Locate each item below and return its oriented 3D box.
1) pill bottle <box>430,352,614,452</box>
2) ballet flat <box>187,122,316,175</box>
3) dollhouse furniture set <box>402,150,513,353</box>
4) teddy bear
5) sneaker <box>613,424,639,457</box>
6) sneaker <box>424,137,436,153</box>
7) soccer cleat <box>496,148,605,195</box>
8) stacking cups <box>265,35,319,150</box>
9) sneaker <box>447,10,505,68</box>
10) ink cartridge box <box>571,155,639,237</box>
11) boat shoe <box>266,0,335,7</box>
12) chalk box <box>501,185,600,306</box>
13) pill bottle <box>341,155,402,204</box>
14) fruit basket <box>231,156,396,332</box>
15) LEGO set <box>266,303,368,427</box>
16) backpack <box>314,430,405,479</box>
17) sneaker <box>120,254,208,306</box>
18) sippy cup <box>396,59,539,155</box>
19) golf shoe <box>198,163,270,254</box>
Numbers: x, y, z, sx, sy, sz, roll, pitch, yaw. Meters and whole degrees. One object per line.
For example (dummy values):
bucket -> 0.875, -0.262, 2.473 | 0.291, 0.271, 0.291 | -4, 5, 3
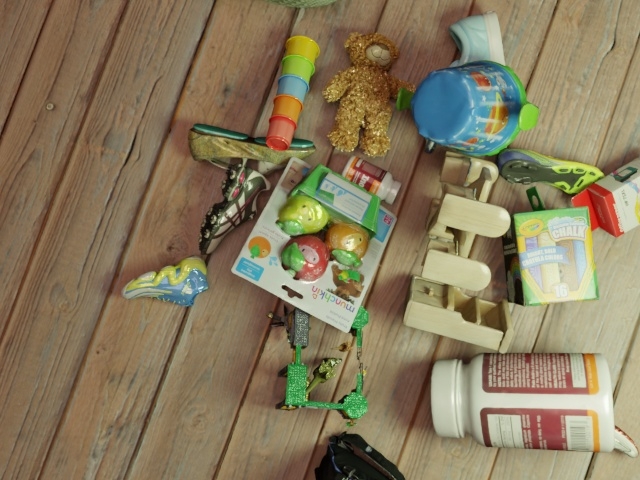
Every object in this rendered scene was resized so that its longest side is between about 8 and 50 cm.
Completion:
pill bottle -> 0.473, 0.379, 1.482 | 0.392, 0.224, 0.224 | -3, 86, 20
ballet flat -> -0.185, -0.233, 1.671 | 0.348, 0.123, 0.123 | 9, 87, 5
dollhouse furniture set -> 0.372, 0.033, 1.489 | 0.256, 0.362, 0.394 | 15, 114, 5
teddy bear -> 0.126, -0.388, 1.648 | 0.245, 0.113, 0.338 | 27, 89, 4
sneaker -> 0.680, 0.485, 1.564 | 0.225, 0.088, 0.093 | 24, 92, 15
sneaker -> 0.288, -0.297, 1.664 | 0.058, 0.052, 0.135 | 9, 80, 15
soccer cleat -> 0.594, -0.189, 1.607 | 0.289, 0.121, 0.093 | 8, 131, -7
stacking cups -> -0.081, -0.383, 1.615 | 0.096, 0.096, 0.316 | 11, 64, 5
sneaker -> 0.408, -0.408, 1.627 | 0.150, 0.135, 0.366 | -8, 77, 12
ink cartridge box -> 0.764, -0.104, 1.565 | 0.231, 0.078, 0.134 | -31, 117, 2
boat shoe -> -0.180, -0.740, 1.663 | 0.500, 0.187, 0.156 | 16, 93, 11
chalk box -> 0.559, 0.010, 1.551 | 0.179, 0.180, 0.289 | -5, 87, 4
pill bottle -> 0.134, -0.156, 1.643 | 0.152, 0.086, 0.086 | 26, 89, 6
fruit basket -> 0.000, 0.000, 1.550 | 0.327, 0.165, 0.353 | 29, 61, -7
LEGO set -> -0.002, 0.314, 1.602 | 0.254, 0.192, 0.331 | -1, 72, -14
backpack -> 0.106, 0.638, 1.515 | 0.263, 0.276, 0.213 | 27, 94, -1
sneaker -> -0.409, 0.134, 1.666 | 0.240, 0.091, 0.126 | -23, 85, 2
sippy cup -> 0.336, -0.314, 1.478 | 0.305, 0.224, 0.240 | -27, 80, 39
golf shoe -> -0.234, -0.067, 1.657 | 0.120, 0.105, 0.273 | 21, 109, -29
